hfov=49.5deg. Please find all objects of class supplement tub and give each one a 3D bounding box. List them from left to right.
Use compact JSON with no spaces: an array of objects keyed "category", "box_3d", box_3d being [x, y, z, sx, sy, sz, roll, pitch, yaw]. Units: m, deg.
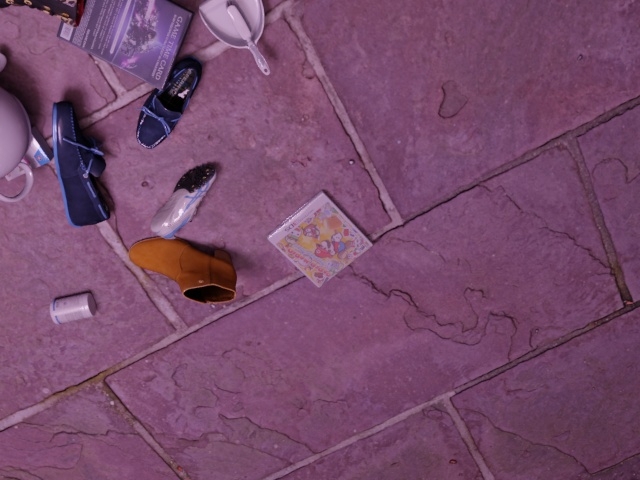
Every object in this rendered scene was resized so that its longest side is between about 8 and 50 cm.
[{"category":"supplement tub","box_3d":[-0.688,0.189,1.927,0.107,0.071,0.071,-11,118,-2]}]

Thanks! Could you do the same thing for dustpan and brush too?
[{"category":"dustpan and brush","box_3d":[-0.177,-0.492,1.647,0.147,0.060,0.211,-28,118,7]}]

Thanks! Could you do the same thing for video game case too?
[{"category":"video game case","box_3d":[-0.448,-0.494,1.588,0.274,0.026,0.196,27,112,-3]},{"category":"video game case","box_3d":[0.000,0.000,1.950,0.206,0.026,0.227,-39,116,13]}]

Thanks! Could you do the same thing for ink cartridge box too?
[{"category":"ink cartridge box","box_3d":[-0.741,-0.215,1.718,0.122,0.052,0.088,-24,117,6]}]

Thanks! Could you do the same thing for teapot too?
[{"category":"teapot","box_3d":[-0.754,-0.252,1.589,0.252,0.187,0.256,47,125,11]}]

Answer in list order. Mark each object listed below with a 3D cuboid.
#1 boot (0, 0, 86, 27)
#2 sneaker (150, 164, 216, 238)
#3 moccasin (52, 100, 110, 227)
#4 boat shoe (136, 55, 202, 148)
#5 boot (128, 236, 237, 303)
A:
[{"category":"boot","box_3d":[-0.665,-0.526,1.499,0.284,0.138,0.377,15,122,-15]},{"category":"sneaker","box_3d":[-0.350,-0.102,1.825,0.237,0.085,0.086,-47,140,12]},{"category":"moccasin","box_3d":[-0.589,-0.192,1.725,0.117,0.137,0.342,-5,132,-10]},{"category":"boat shoe","box_3d":[-0.380,-0.333,1.686,0.109,0.089,0.258,24,111,-19]},{"category":"boot","box_3d":[-0.368,0.083,1.837,0.295,0.211,0.104,6,116,-11]}]
